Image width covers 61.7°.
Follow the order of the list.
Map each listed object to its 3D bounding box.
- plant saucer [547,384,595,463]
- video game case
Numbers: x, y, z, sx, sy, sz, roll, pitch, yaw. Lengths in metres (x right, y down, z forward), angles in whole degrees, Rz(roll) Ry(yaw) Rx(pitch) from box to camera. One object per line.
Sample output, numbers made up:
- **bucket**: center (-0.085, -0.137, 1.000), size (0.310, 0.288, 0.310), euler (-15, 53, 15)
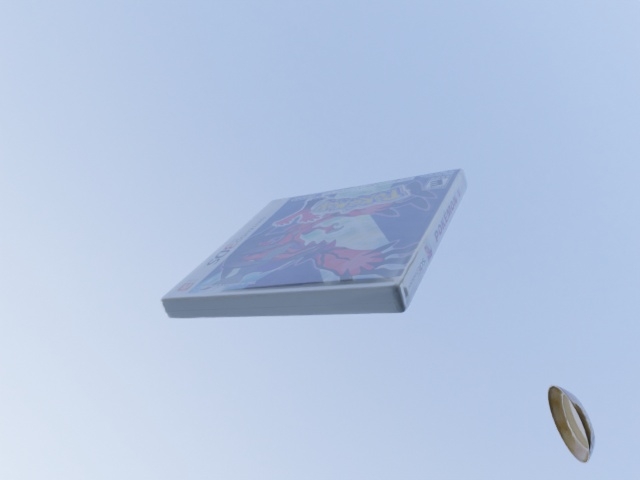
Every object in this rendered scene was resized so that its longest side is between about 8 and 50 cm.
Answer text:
- **plant saucer**: center (0.272, 0.195, 0.577), size (0.015, 0.083, 0.083), euler (-16, -94, -1)
- **video game case**: center (0.000, 0.000, 0.431), size (0.201, 0.183, 0.023), euler (-6, -64, 31)
